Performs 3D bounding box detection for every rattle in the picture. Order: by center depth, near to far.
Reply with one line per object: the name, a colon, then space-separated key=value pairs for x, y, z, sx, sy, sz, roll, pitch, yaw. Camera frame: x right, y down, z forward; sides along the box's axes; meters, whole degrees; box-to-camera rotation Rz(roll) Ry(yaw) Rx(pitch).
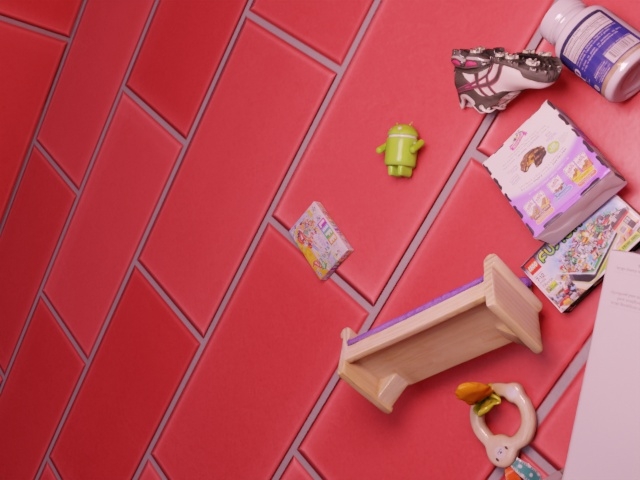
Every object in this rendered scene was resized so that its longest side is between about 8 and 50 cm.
rattle: x=0.317 y=0.353 z=1.186 sx=0.130 sy=0.143 sz=0.200 roll=-6 pitch=75 yaw=21

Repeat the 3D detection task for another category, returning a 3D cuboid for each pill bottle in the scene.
pill bottle: x=0.469 y=-0.331 z=1.136 sx=0.112 sy=0.112 sz=0.187 roll=-51 pitch=57 yaw=24

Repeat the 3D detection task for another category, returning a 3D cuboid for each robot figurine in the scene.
robot figurine: x=0.170 y=-0.191 z=1.398 sx=0.101 sy=0.067 sz=0.115 roll=6 pitch=90 yaw=46

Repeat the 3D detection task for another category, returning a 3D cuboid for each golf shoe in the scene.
golf shoe: x=0.339 y=-0.289 z=1.221 sx=0.273 sy=0.105 sz=0.120 roll=-139 pitch=44 yaw=-63

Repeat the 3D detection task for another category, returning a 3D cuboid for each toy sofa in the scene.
toy sofa: x=0.212 y=0.160 z=1.230 sx=0.362 sy=0.150 sz=0.177 roll=-32 pitch=29 yaw=34

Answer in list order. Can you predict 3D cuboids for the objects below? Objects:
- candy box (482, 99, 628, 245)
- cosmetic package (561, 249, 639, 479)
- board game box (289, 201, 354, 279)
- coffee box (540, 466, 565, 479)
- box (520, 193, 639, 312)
candy box: x=0.403 y=-0.119 z=1.172 sx=0.165 sy=0.070 sz=0.196 roll=-47 pitch=46 yaw=27
cosmetic package: x=0.525 y=0.221 z=1.001 sx=0.217 sy=0.156 sz=0.385 roll=16 pitch=98 yaw=47
board game box: x=0.000 y=0.000 z=1.548 sx=0.103 sy=0.026 sz=0.154 roll=-49 pitch=58 yaw=25
coffee box: x=0.396 y=0.445 z=1.036 sx=0.141 sy=0.246 sz=0.098 roll=29 pitch=105 yaw=37
box: x=0.460 y=0.016 z=1.160 sx=0.207 sy=0.036 sz=0.114 roll=-52 pitch=57 yaw=24
